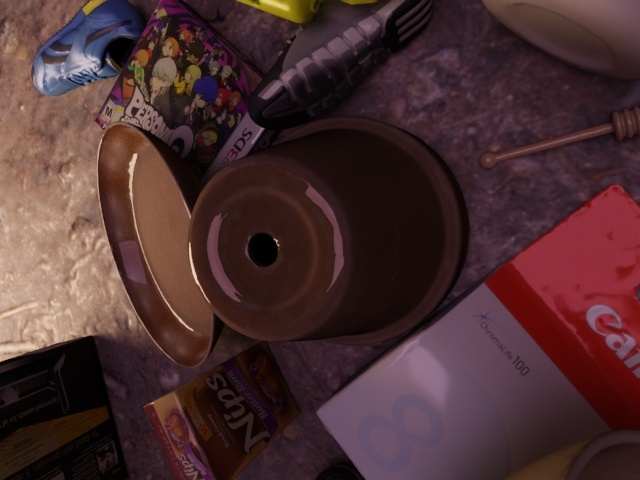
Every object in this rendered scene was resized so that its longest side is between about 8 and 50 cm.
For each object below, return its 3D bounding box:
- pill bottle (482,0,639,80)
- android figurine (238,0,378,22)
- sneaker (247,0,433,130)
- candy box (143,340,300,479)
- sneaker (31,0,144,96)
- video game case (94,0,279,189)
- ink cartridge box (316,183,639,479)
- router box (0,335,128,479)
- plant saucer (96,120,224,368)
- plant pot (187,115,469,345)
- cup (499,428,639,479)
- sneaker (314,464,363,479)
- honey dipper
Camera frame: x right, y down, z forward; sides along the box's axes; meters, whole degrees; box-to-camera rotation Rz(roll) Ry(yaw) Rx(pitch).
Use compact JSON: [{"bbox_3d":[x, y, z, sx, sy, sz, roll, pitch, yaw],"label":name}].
[{"bbox_3d":[0.275,-0.300,0.341,0.181,0.181,0.323,36,108,16],"label":"pill bottle"},{"bbox_3d":[0.017,-0.327,0.469,0.273,0.056,0.248,28,79,20],"label":"android figurine"},{"bbox_3d":[-0.003,-0.229,0.517,0.228,0.086,0.132,-35,72,1],"label":"sneaker"},{"bbox_3d":[-0.104,0.199,0.550,0.053,0.186,0.109,-30,84,23],"label":"candy box"},{"bbox_3d":[-0.332,-0.256,0.669,0.209,0.069,0.082,-29,87,23],"label":"sneaker"},{"bbox_3d":[-0.174,-0.168,0.623,0.232,0.042,0.210,45,110,13],"label":"video game case"},{"bbox_3d":[0.230,0.183,0.459,0.385,0.091,0.308,-43,78,22],"label":"ink cartridge box"},{"bbox_3d":[-0.425,0.289,0.631,0.081,0.309,0.243,-15,89,21],"label":"router box"},{"bbox_3d":[-0.197,0.006,0.589,0.310,0.050,0.311,26,126,43],"label":"plant saucer"},{"bbox_3d":[0.000,0.000,0.465,0.263,0.229,0.263,3,97,22],"label":"plant pot"},{"bbox_3d":[0.165,0.326,0.314,0.331,0.331,0.237,56,134,9],"label":"cup"},{"bbox_3d":[0.106,0.438,0.520,0.145,0.147,0.385,-48,59,23],"label":"sneaker"},{"bbox_3d":[0.238,-0.099,0.460,0.160,0.030,0.030,-12,91,26],"label":"honey dipper"}]
